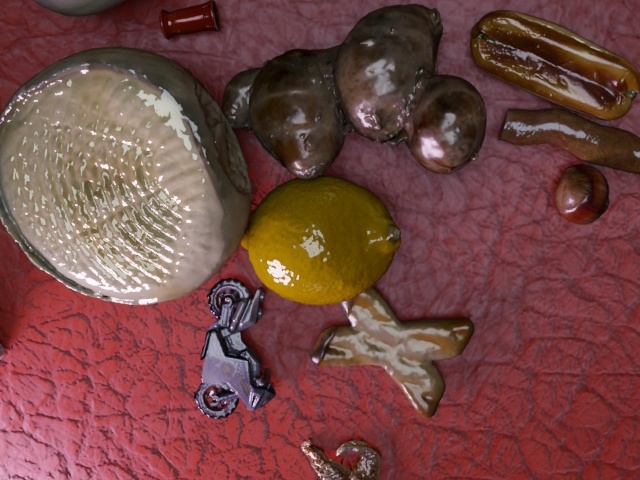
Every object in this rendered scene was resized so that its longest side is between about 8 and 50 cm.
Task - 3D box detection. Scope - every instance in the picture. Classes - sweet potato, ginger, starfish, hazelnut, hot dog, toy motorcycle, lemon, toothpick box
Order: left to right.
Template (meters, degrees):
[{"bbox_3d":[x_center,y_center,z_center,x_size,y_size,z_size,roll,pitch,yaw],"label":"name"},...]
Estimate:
[{"bbox_3d":[-0.191,-0.321,1.361,0.083,0.047,0.047,-8,97,7],"label":"toothpick box"},{"bbox_3d":[-0.121,0.167,1.406,0.123,0.080,0.215,8,94,4],"label":"toy motorcycle"},{"bbox_3d":[0.000,0.000,1.317,0.244,0.187,0.186,-3,98,20],"label":"lemon"},{"bbox_3d":[0.037,-0.195,1.284,0.376,0.176,0.256,-5,67,16],"label":"ginger"},{"bbox_3d":[0.045,0.389,1.445,0.150,0.053,0.209,-44,88,-4],"label":"starfish"},{"bbox_3d":[0.328,-0.250,1.315,0.250,0.068,0.100,25,109,4],"label":"hot dog"},{"bbox_3d":[0.376,-0.064,1.334,0.086,0.086,0.086,1,98,5],"label":"hazelnut"},{"bbox_3d":[0.398,-0.138,1.326,0.282,0.067,0.059,15,55,2],"label":"sweet potato"}]

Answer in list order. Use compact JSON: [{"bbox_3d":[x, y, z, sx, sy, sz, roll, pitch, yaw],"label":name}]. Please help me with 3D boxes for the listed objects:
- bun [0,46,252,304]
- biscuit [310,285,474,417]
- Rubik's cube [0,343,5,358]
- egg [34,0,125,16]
[{"bbox_3d":[-0.264,-0.097,1.317,0.365,0.202,0.364,4,111,11],"label":"bun"},{"bbox_3d":[0.106,0.152,1.398,0.208,0.047,0.164,25,100,1],"label":"biscuit"},{"bbox_3d":[-0.718,0.168,1.339,0.319,0.316,0.321,-38,92,9],"label":"Rubik's cube"},{"bbox_3d":[-0.301,-0.467,1.235,0.283,0.283,0.345,30,108,0],"label":"egg"}]
